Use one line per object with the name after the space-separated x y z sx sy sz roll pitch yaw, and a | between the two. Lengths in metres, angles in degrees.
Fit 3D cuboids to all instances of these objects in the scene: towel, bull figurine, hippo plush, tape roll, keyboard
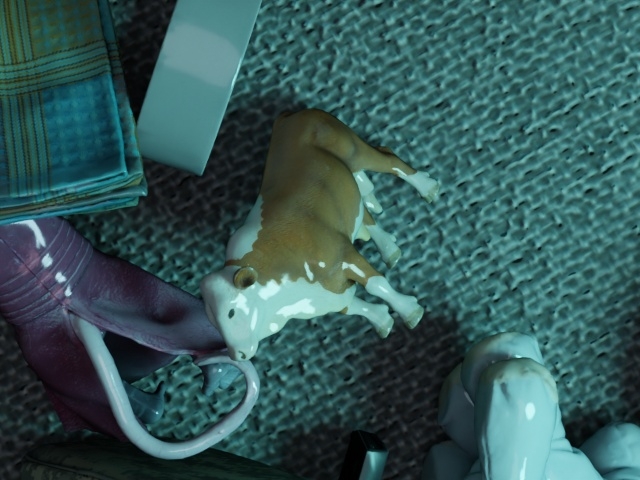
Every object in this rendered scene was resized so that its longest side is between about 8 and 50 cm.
-0.315 -0.165 1.679 0.271 0.040 0.370 -11 57 -5 | towel
0.000 0.000 1.718 0.188 0.310 0.101 30 133 -15 | bull figurine
0.242 0.222 1.756 0.236 0.294 0.234 9 118 -11 | hippo plush
-0.107 -0.172 1.713 0.072 0.219 0.219 19 95 -5 | tape roll
0.013 0.343 1.783 0.033 0.201 0.317 14 96 -7 | keyboard

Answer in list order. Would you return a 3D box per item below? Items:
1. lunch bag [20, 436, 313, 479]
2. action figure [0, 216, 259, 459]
-0.142 0.325 1.721 0.212 0.305 0.256 3 93 -39 | lunch bag
-0.260 0.043 1.713 0.248 0.276 0.370 -41 113 5 | action figure
